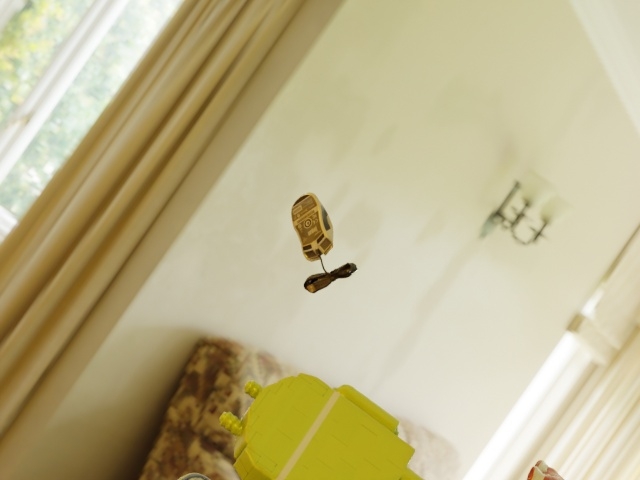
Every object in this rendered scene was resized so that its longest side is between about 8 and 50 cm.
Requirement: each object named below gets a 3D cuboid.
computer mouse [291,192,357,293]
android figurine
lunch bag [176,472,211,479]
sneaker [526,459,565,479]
[{"bbox_3d":[0.000,0.000,1.891,0.042,0.106,0.193,23,43,-47],"label":"computer mouse"},{"bbox_3d":[0.006,0.269,1.286,0.273,0.056,0.248,33,43,3],"label":"android figurine"},{"bbox_3d":[-0.209,0.488,1.511,0.243,0.303,0.115,46,-45,-2],"label":"lunch bag"},{"bbox_3d":[0.387,0.421,1.709,0.128,0.087,0.221,27,2,18],"label":"sneaker"}]
